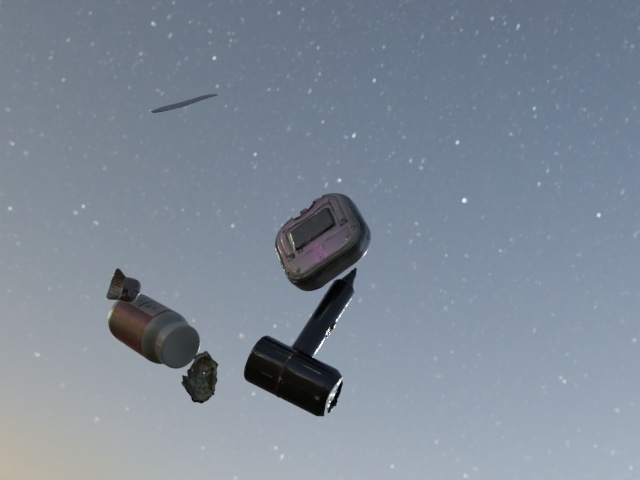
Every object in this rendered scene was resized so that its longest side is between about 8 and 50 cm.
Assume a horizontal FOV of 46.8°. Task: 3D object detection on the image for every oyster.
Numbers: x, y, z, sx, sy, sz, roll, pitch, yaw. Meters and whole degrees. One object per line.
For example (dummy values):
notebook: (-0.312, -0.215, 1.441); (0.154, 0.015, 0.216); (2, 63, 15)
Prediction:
oyster: (-0.247, 0.287, 1.555); (0.086, 0.132, 0.029); (43, -57, 1)

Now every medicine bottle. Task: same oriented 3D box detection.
medicine bottle: (-0.403, 0.217, 1.783); (0.250, 0.131, 0.131); (18, -25, 45)

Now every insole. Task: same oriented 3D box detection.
insole: (-0.218, -0.222, 1.192); (0.045, 0.135, 0.002); (7, -65, 34)

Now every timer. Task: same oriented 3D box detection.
timer: (0.000, 0.000, 1.602); (0.069, 0.208, 0.190); (41, 16, -45)

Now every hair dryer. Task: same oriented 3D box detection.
hair dryer: (0.012, 0.189, 1.549); (0.189, 0.352, 0.107); (24, -34, 19)

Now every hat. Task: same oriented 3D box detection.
hat: (-0.347, 0.084, 1.318); (0.042, 0.058, 0.087); (23, -10, -35)
